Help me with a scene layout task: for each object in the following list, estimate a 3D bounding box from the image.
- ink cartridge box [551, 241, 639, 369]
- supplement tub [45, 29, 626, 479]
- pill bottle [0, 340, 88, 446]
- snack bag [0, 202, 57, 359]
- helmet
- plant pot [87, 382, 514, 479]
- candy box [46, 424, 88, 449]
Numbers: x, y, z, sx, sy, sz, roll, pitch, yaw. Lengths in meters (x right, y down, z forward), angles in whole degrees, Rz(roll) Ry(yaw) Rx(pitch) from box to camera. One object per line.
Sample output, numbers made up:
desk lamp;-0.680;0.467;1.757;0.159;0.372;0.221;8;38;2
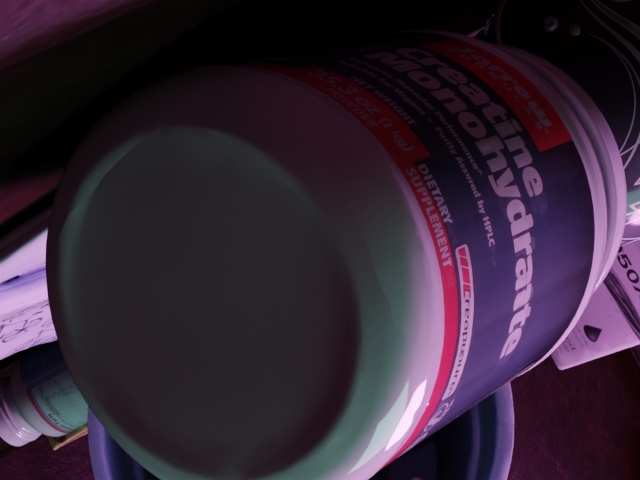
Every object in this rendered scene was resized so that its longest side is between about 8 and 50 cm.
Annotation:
ink cartridge box;0.342;-0.039;1.612;0.166;0.285;0.395;-26;175;-20
supplement tub;0.021;0.000;0.695;0.191;0.191;0.272;-31;175;34
pill bottle;-0.231;0.129;1.355;0.160;0.087;0.087;-28;176;15
snack bag;-0.142;0.016;0.912;0.342;0.037;0.323;-30;175;25
helmet;0.167;-0.080;0.849;0.169;0.161;0.169;-28;176;-2
plant pot;-0.010;0.185;1.312;0.341;0.341;0.334;-27;165;-6
candy box;-0.173;0.117;1.570;0.183;0.087;0.316;-24;174;-40
